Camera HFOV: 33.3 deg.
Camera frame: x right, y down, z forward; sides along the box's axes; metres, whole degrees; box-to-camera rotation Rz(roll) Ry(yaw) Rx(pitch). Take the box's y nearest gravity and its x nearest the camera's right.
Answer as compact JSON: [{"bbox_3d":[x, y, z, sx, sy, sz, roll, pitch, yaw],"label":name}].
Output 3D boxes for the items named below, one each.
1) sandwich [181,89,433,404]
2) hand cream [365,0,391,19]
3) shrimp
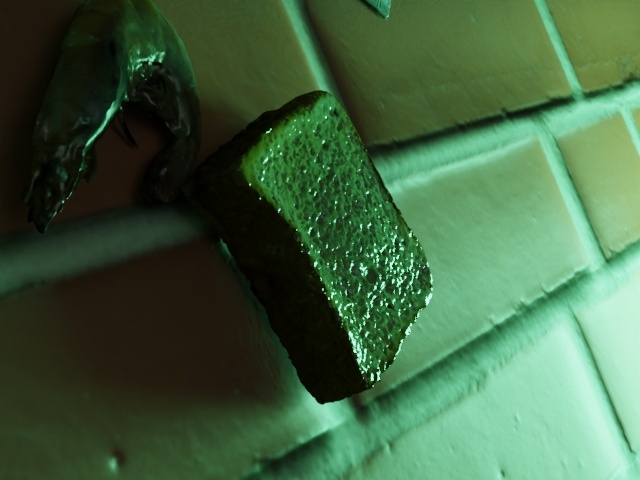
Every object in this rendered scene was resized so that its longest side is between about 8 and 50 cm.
[{"bbox_3d":[0.000,0.000,0.860,0.215,0.065,0.186,61,36,-13],"label":"sandwich"},{"bbox_3d":[0.056,-0.370,1.160,0.079,0.050,0.275,15,61,-15],"label":"hand cream"},{"bbox_3d":[-0.139,-0.080,0.750,0.143,0.052,0.251,51,40,-31],"label":"shrimp"}]
